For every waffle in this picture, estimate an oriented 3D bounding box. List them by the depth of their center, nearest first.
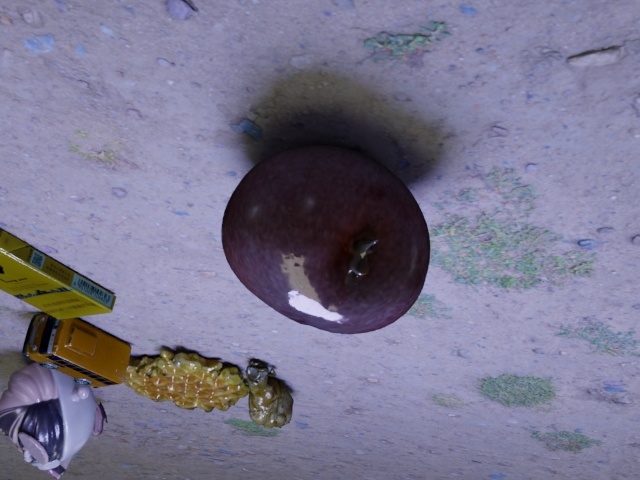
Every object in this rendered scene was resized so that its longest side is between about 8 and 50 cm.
[{"bbox_3d":[-0.302,0.305,2.066,0.281,0.058,0.300,21,151,-24],"label":"waffle"}]

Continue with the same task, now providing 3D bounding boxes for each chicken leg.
[{"bbox_3d":[-0.115,0.333,2.007,0.088,0.103,0.228,17,154,22],"label":"chicken leg"}]

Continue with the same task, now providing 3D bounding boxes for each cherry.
[{"bbox_3d":[0.000,0.000,1.177,0.261,0.221,0.307,34,159,-25],"label":"cherry"}]

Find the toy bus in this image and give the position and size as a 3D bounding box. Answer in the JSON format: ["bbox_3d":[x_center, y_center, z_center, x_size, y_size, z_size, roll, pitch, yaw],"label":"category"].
[{"bbox_3d":[-0.491,0.224,1.922,0.114,0.098,0.201,-11,147,35],"label":"toy bus"}]

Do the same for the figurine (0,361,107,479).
[{"bbox_3d":[-0.627,0.396,2.205,0.211,0.253,0.361,-32,167,-14],"label":"figurine"}]

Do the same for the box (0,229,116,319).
[{"bbox_3d":[-0.514,0.067,1.680,0.153,0.041,0.279,-9,147,35],"label":"box"}]
